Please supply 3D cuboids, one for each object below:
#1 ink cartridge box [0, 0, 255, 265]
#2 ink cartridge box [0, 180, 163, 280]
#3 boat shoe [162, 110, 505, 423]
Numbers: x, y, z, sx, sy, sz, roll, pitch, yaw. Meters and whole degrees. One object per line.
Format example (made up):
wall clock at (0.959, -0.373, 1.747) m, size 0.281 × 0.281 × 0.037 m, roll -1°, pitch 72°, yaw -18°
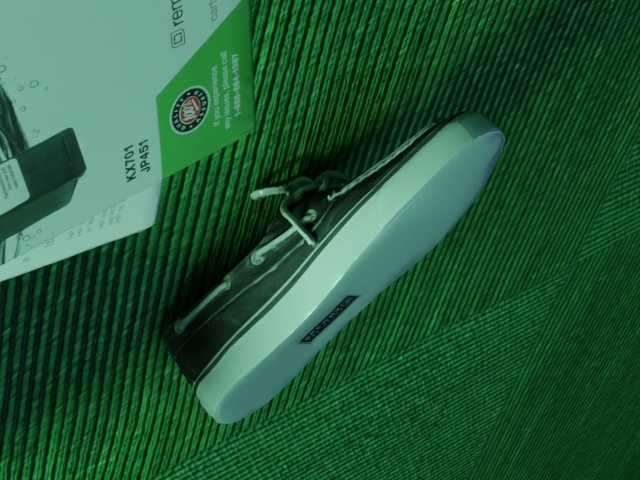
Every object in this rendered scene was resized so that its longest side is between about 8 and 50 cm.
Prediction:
ink cartridge box at (-0.132, -0.070, 0.518) m, size 0.208 × 0.087 × 0.153 m, roll -31°, pitch 146°, yaw -24°
ink cartridge box at (-0.217, -0.076, 0.624) m, size 0.307 × 0.129 × 0.223 m, roll -22°, pitch 144°, yaw -36°
boat shoe at (0.002, 0.001, 1.059) m, size 0.306 × 0.105 × 0.113 m, roll -47°, pitch 157°, yaw 20°
